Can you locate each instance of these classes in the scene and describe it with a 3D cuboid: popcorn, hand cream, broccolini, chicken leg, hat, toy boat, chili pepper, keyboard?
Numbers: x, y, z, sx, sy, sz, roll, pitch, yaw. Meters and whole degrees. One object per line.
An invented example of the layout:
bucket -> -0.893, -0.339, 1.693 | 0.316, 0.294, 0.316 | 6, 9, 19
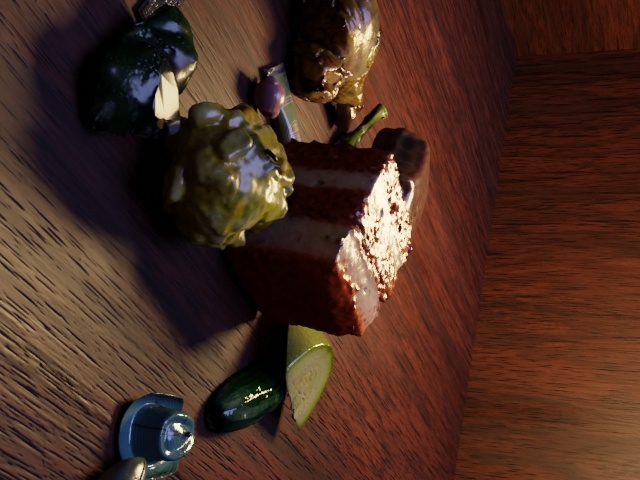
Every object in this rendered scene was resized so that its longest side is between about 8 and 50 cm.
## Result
popcorn -> -0.158, -0.110, 1.603 | 0.286, 0.215, 0.252 | 16, 75, -80
hand cream -> -0.072, -0.252, 2.021 | 0.086, 0.055, 0.235 | -45, 128, -63
broccolini -> 0.086, -0.226, 2.301 | 0.392, 0.074, 0.079 | -50, 178, -43
chicken leg -> 0.023, -0.381, 2.155 | 0.409, 0.182, 0.295 | 87, 26, -53
hat -> -0.251, 0.317, 1.566 | 0.191, 0.078, 0.138 | 16, 74, -67
toy boat -> -0.321, 0.423, 1.400 | 0.085, 0.078, 0.260 | 56, 39, -27
chili pepper -> -0.257, -0.255, 1.474 | 0.264, 0.116, 0.148 | -57, 160, -48
keyboard -> -0.255, -0.414, 1.620 | 0.202, 0.011, 0.067 | -67, 149, -42

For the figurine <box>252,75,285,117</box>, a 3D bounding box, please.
figurine -> -0.103, -0.286, 1.919 | 0.067, 0.071, 0.083 | -14, 99, -24

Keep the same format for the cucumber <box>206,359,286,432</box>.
cucumber -> -0.142, 0.316, 1.857 | 0.244, 0.063, 0.115 | -23, 111, -64

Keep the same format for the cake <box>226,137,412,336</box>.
cake -> 0.000, 0.000, 1.909 | 0.319, 0.269, 0.270 | -61, 146, -36

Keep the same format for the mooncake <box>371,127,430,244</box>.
mooncake -> 0.173, -0.116, 2.370 | 0.326, 0.174, 0.333 | 8, 99, -77

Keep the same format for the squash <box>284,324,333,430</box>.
squash -> -0.056, 0.243, 2.041 | 0.204, 0.155, 0.237 | -46, 151, -28
